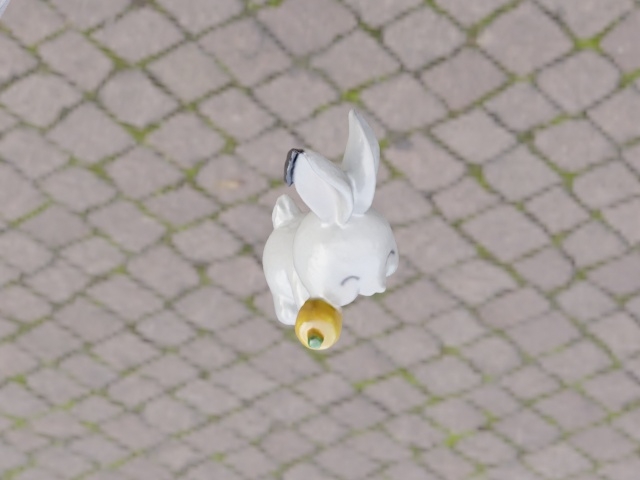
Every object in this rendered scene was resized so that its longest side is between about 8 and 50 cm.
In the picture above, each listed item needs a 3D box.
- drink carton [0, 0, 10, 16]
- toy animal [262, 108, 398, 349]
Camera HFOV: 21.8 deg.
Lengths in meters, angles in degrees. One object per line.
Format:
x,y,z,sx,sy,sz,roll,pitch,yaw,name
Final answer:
-0.269,-0.107,0.999,0.102,0.222,0.134,34,140,-8,drink carton
0.000,0.000,1.229,0.127,0.131,0.182,50,157,-1,toy animal
